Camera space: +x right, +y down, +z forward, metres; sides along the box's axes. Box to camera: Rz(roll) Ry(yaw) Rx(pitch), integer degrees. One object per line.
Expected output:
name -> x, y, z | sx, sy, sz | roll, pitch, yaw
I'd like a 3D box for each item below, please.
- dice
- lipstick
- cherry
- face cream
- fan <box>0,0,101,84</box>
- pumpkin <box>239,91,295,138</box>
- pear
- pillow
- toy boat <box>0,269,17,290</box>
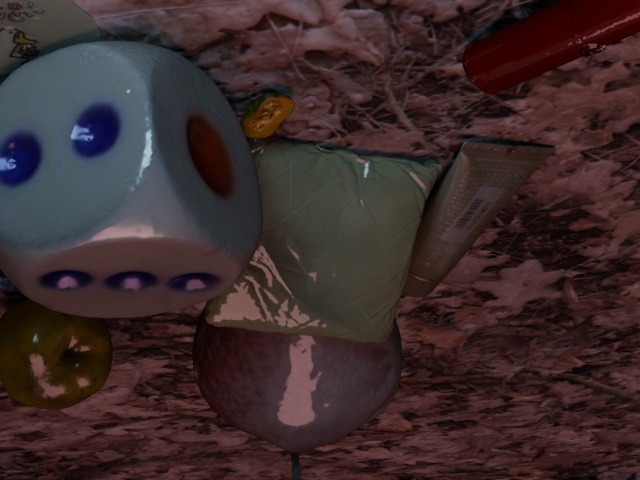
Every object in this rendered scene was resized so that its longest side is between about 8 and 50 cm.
dice -> -0.232, -0.063, 1.545 | 0.251, 0.243, 0.259 | -17, 158, 21
lipstick -> 0.284, -0.235, 1.453 | 0.279, 0.073, 0.073 | -22, 150, 37
cherry -> -0.020, 0.161, 2.031 | 0.326, 0.291, 0.335 | 27, 129, -18
face cream -> 0.195, -0.036, 1.894 | 0.137, 0.084, 0.341 | 3, 147, -21
fan -> -0.379, -0.183, 1.532 | 0.233, 0.012, 0.415 | 3, 155, -15
pumpkin -> -0.065, -0.158, 1.621 | 0.050, 0.028, 0.083 | 19, 138, -39
pear -> -0.430, 0.176, 2.133 | 0.199, 0.200, 0.200 | -3, 156, -2
pillow -> 0.001, 0.001, 1.795 | 0.280, 0.076, 0.274 | 6, 110, -22
toy boat -> -0.486, 0.039, 1.868 | 0.142, 0.129, 0.309 | 20, 151, -15
